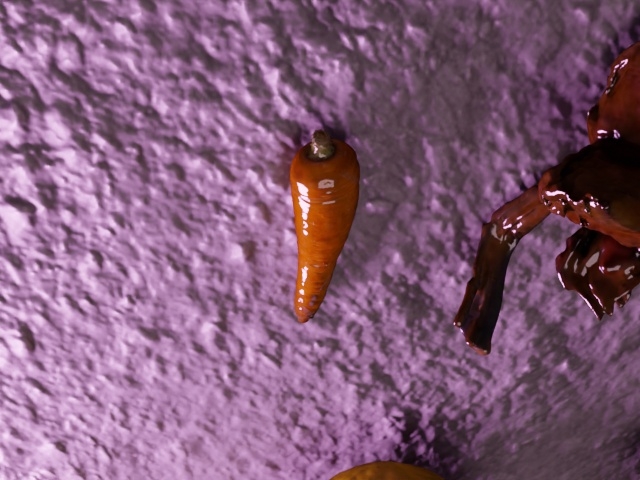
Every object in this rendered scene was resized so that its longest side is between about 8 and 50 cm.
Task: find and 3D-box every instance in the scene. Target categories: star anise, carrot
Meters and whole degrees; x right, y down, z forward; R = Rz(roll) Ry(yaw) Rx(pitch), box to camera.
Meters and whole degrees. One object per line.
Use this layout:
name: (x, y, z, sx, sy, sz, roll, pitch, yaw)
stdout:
star anise: (0.230, -0.019, 1.348, 0.237, 0.148, 0.346, -24, 158, -51)
carrot: (0.000, 0.000, 1.412, 0.061, 0.061, 0.256, -1, 138, -5)

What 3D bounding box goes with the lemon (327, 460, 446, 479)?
lemon: (0.067, 0.360, 1.655, 0.254, 0.253, 0.310, 14, 124, -20)
